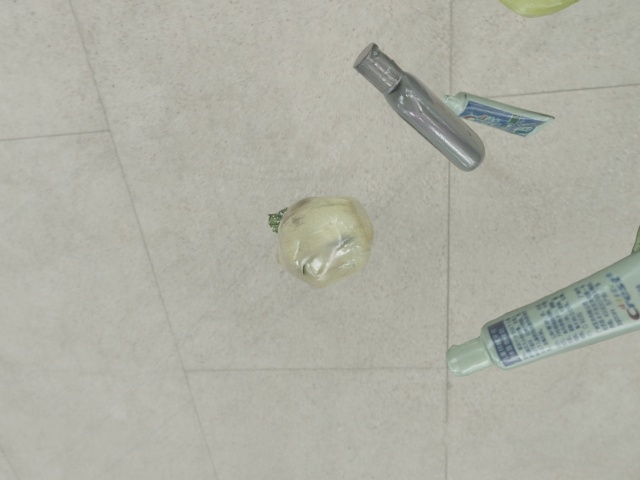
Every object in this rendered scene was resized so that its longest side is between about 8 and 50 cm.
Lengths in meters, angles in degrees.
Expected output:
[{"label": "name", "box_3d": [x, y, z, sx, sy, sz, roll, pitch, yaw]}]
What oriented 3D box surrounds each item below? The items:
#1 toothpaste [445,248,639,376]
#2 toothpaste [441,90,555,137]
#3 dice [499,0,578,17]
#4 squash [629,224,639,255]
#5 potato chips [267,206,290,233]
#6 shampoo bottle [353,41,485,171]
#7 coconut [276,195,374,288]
[{"label": "toothpaste", "box_3d": [0.191, 0.051, 0.348, 0.216, 0.037, 0.061, -30, 81, 22]}, {"label": "toothpaste", "box_3d": [0.266, -0.191, 0.744, 0.198, 0.034, 0.057, 8, 153, -23]}, {"label": "dice", "box_3d": [0.240, -0.366, 0.526, 0.170, 0.169, 0.166, 31, 135, -25]}, {"label": "squash", "box_3d": [0.495, 0.033, 0.387, 0.309, 0.310, 0.310, 22, 118, -14]}, {"label": "potato chips", "box_3d": [-0.057, -0.065, 1.506, 0.208, 0.028, 0.091, -12, 88, -11]}, {"label": "shampoo bottle", "box_3d": [0.104, -0.139, 0.512, 0.165, 0.079, 0.040, 34, 119, -21]}, {"label": "coconut", "box_3d": [0.000, 0.000, 1.037, 0.225, 0.224, 0.224, 3, 118, 5]}]
